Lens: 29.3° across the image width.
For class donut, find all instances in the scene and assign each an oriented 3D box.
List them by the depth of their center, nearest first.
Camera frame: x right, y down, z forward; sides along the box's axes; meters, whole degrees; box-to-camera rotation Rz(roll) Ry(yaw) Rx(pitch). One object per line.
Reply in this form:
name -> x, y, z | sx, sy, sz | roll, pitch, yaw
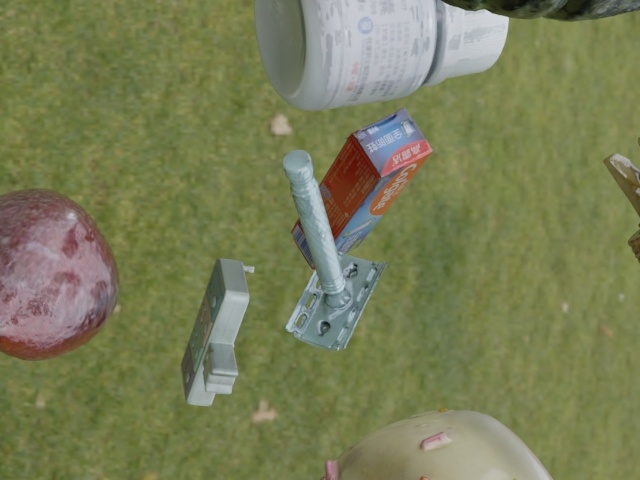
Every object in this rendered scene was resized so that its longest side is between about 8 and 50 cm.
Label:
donut -> 0.093, 0.332, 1.042 | 0.142, 0.383, 0.382 | -1, 95, -25

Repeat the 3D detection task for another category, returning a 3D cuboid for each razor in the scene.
razor -> 0.000, 0.000, 1.120 | 0.232, 0.068, 0.106 | 73, 38, -55

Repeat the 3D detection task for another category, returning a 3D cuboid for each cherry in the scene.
cherry -> -0.383, 0.051, 1.645 | 0.300, 0.203, 0.230 | -84, 153, -65

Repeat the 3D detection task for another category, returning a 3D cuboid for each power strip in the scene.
power strip -> -0.140, 0.150, 1.707 | 0.145, 0.061, 0.215 | -104, -152, -50

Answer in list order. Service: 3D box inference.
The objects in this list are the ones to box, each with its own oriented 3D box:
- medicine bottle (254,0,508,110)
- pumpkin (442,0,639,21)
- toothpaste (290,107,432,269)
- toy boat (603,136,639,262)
medicine bottle -> 0.083, -0.317, 1.717 | 0.306, 0.245, 0.245 | -11, 105, -22
pumpkin -> 0.111, -0.202, 0.605 | 0.220, 0.220, 0.162 | -43, 151, -49
toothpaste -> 0.041, -0.054, 1.476 | 0.076, 0.320, 0.066 | -28, 80, -21
toy boat -> 0.376, 0.036, 1.168 | 0.115, 0.089, 0.310 | -29, 90, -31
